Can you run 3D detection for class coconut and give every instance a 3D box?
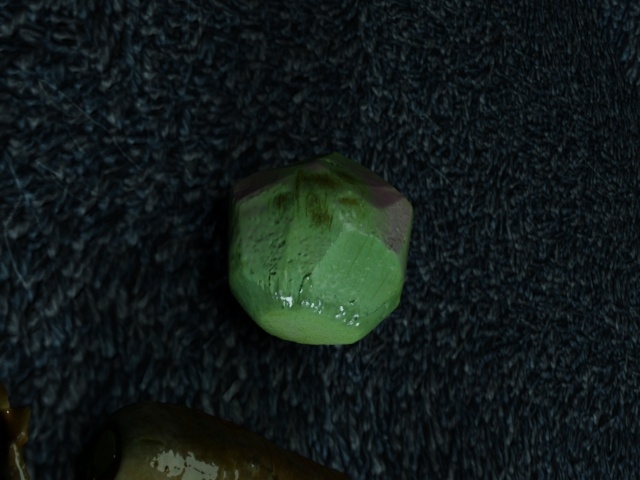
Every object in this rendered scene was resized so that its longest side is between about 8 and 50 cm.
[{"bbox_3d":[0.000,0.000,1.122,0.204,0.236,0.235,63,24,-63],"label":"coconut"}]

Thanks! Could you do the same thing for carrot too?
[{"bbox_3d":[-0.089,0.246,0.969,0.302,0.139,0.138,22,58,-40],"label":"carrot"}]

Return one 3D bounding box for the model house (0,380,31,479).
[{"bbox_3d":[-0.302,0.225,0.716,0.229,0.220,0.199,86,-22,-80],"label":"model house"}]
